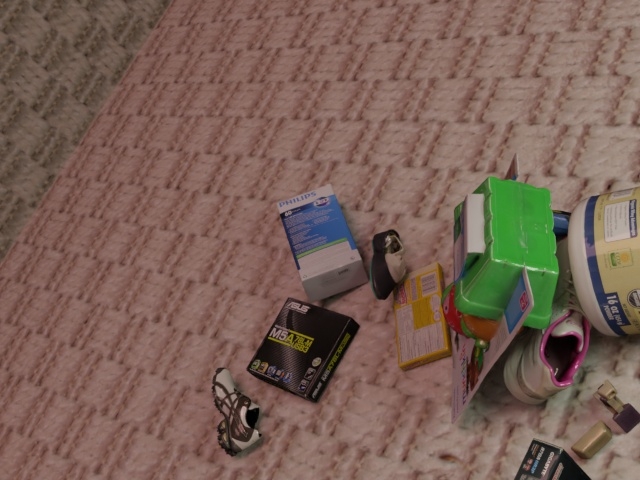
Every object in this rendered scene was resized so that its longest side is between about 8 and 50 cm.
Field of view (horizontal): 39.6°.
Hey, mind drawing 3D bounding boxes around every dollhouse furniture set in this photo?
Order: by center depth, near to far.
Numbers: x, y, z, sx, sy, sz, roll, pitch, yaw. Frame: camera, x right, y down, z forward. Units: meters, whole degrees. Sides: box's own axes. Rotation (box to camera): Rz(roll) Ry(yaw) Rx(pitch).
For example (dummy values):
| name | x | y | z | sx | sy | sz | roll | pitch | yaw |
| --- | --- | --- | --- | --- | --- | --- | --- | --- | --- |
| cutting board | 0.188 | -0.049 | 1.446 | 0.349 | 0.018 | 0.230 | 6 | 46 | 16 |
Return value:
| name | x | y | z | sx | sy | sz | roll | pitch | yaw |
| --- | --- | --- | --- | --- | --- | --- | --- | --- | --- |
| dollhouse furniture set | 0.416 | 0.269 | 1.382 | 0.114 | 0.091 | 0.081 | -45 | 25 | 5 |

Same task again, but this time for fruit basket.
| name | x | y | z | sx | sy | sz | roll | pitch | yaw |
| --- | --- | --- | --- | --- | --- | --- | --- | --- | --- |
| fruit basket | 0.264 | 0.080 | 1.484 | 0.353 | 0.165 | 0.327 | 116 | 167 | -47 |

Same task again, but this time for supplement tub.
| name | x | y | z | sx | sy | sz | roll | pitch | yaw |
| --- | --- | --- | --- | --- | --- | --- | --- | --- | --- |
| supplement tub | 0.561 | 0.017 | 1.344 | 0.316 | 0.228 | 0.228 | -12 | 50 | 33 |

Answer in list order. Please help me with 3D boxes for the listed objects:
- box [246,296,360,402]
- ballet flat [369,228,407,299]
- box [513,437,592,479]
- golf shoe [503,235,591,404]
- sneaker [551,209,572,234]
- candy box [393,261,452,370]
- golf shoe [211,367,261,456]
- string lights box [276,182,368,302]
| name | x | y | z | sx | sy | sz | roll | pitch | yaw |
| --- | --- | --- | --- | --- | --- | --- | --- | --- | --- |
| box | -0.038 | 0.219 | 1.815 | 0.190 | 0.045 | 0.184 | 15 | 69 | 45 |
| ballet flat | 0.137 | 0.040 | 1.771 | 0.074 | 0.074 | 0.203 | -28 | 26 | 19 |
| box | 0.310 | 0.417 | 1.266 | 0.051 | 0.175 | 0.220 | 13 | 66 | 44 |
| golf shoe | 0.405 | 0.122 | 1.447 | 0.140 | 0.115 | 0.306 | 138 | 155 | -72 |
| sneaker | 0.394 | -0.020 | 1.651 | 0.209 | 0.069 | 0.082 | 6 | 94 | 32 |
| candy box | 0.192 | 0.142 | 1.700 | 0.105 | 0.027 | 0.206 | -25 | 44 | 27 |
| golf shoe | -0.165 | 0.339 | 1.811 | 0.093 | 0.077 | 0.198 | -22 | 52 | 9 |
| string lights box | 0.000 | 0.000 | 1.911 | 0.133 | 0.077 | 0.260 | -20 | 43 | 0 |
